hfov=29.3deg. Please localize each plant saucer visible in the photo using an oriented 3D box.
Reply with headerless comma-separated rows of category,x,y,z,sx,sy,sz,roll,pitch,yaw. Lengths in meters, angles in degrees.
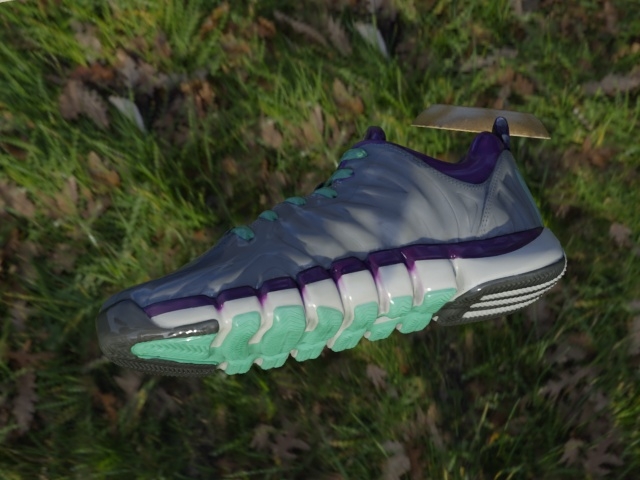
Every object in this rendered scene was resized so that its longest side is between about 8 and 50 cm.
plant saucer,0.095,-0.071,0.727,0.083,0.083,0.015,6,96,7

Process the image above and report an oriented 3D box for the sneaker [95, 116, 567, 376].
sneaker,0.000,0.000,0.574,0.224,0.083,0.098,-9,71,-20
